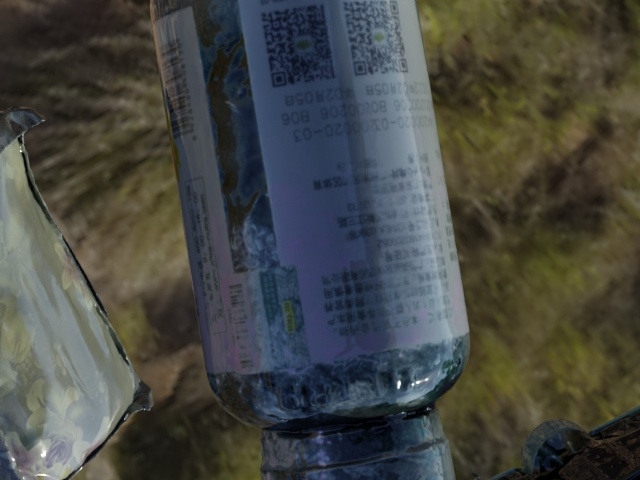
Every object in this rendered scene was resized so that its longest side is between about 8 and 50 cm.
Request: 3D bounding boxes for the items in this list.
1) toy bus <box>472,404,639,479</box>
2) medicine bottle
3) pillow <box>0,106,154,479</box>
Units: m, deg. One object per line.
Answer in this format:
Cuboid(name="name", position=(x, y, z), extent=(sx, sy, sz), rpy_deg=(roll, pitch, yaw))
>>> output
Cuboid(name="toy bus", position=(0.254, 0.172, 1.111), extent=(0.271, 0.133, 0.165), rpy_deg=(-24, 112, -11))
Cuboid(name="medicine bottle", position=(0.000, 0.000, 0.929), extent=(0.141, 0.141, 0.293), rpy_deg=(-9, 88, -23))
Cuboid(name="pillow", position=(-0.195, 0.050, 1.097), extent=(0.059, 0.169, 0.255), rpy_deg=(-1, 126, 28))
